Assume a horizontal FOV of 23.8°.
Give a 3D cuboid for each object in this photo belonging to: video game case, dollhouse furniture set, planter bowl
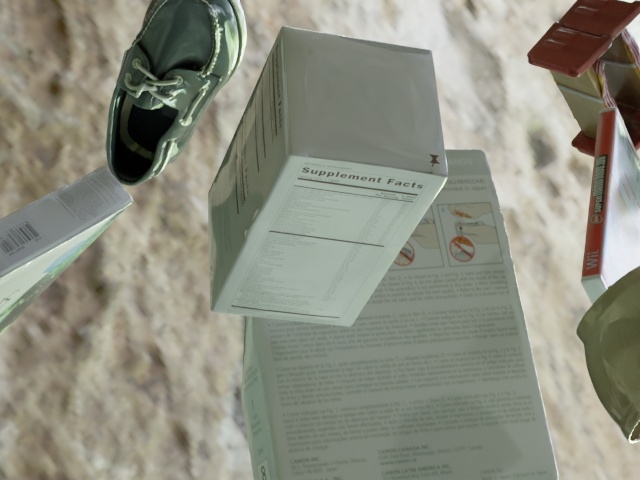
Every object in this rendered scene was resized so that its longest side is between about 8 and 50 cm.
[{"bbox_3d":[0.356,0.011,1.761,0.204,0.025,0.285,58,-148,-35],"label":"video game case"},{"bbox_3d":[0.489,-0.196,2.118,0.374,0.152,0.201,28,159,48],"label":"dollhouse furniture set"},{"bbox_3d":[0.303,0.089,1.381,0.109,0.162,0.162,48,-159,21],"label":"planter bowl"}]

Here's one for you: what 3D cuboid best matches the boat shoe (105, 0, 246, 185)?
[{"bbox_3d":[-0.168,-0.172,1.676,0.116,0.319,0.099,30,-127,-1],"label":"boat shoe"}]

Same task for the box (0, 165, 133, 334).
[{"bbox_3d":[-0.355,0.065,1.552,0.058,0.322,0.232,51,-147,1],"label":"box"}]

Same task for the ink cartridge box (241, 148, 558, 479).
[{"bbox_3d":[0.063,0.097,1.608,0.308,0.091,0.385,-3,-110,-21],"label":"ink cartridge box"}]

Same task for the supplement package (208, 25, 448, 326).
[{"bbox_3d":[-0.001,-0.048,1.296,0.139,0.244,0.134,7,-125,-17],"label":"supplement package"}]
